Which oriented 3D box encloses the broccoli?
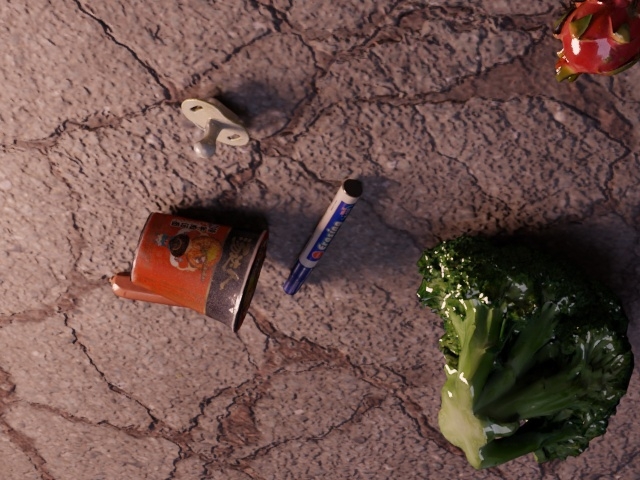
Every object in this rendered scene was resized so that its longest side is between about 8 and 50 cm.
[{"bbox_3d":[0.215,0.130,1.998,0.265,0.245,0.294,-8,113,47],"label":"broccoli"}]

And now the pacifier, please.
[{"bbox_3d":[-0.120,-0.116,1.924,0.083,0.064,0.068,38,150,-26],"label":"pacifier"}]

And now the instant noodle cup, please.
[{"bbox_3d":[-0.140,0.027,2.053,0.136,0.127,0.127,18,139,4],"label":"instant noodle cup"}]

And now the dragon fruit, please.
[{"bbox_3d":[0.268,-0.196,1.734,0.086,0.081,0.116,30,136,-35],"label":"dragon fruit"}]

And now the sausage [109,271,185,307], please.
[{"bbox_3d":[-0.183,0.061,2.158,0.147,0.035,0.030,6,162,5],"label":"sausage"}]

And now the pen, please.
[{"bbox_3d":[0.000,0.000,2.053,0.025,0.025,0.204,21,138,-10],"label":"pen"}]
